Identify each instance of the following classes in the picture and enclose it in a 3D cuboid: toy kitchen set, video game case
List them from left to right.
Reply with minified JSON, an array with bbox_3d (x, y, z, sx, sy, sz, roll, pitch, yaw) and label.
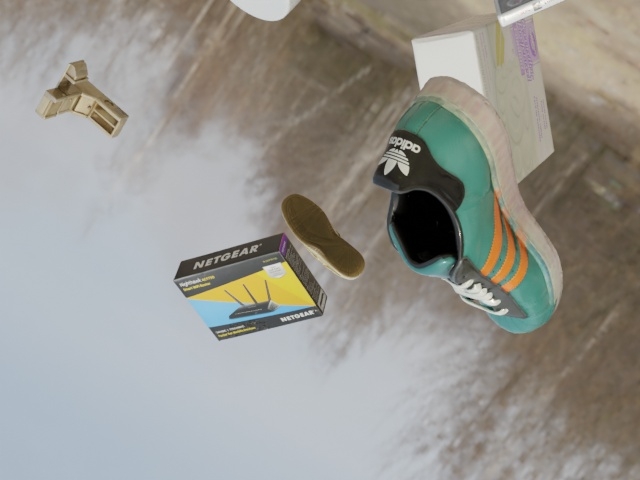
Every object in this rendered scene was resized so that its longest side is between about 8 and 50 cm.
[{"bbox_3d":[-0.277,-0.165,1.424,0.075,0.068,0.083,41,-151,9],"label":"toy kitchen set"},{"bbox_3d":[0.312,-0.366,1.605,0.022,0.173,0.190,59,-162,-29],"label":"video game case"}]

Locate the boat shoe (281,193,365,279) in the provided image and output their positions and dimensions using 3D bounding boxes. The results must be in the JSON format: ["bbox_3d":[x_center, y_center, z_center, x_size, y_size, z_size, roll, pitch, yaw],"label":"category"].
[{"bbox_3d":[0.000,0.000,1.499,0.135,0.050,0.045,49,167,11],"label":"boat shoe"}]

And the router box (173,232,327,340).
[{"bbox_3d":[-0.100,0.069,1.706,0.133,0.179,0.046,57,-149,-32],"label":"router box"}]

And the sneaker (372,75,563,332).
[{"bbox_3d":[0.122,0.001,1.054,0.108,0.121,0.302,22,153,42],"label":"sneaker"}]

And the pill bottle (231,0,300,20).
[{"bbox_3d":[-0.014,-0.534,1.932,0.204,0.361,0.204,32,156,16],"label":"pill bottle"}]

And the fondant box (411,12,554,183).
[{"bbox_3d":[0.250,-0.209,1.780,0.096,0.238,0.330,-6,-167,25],"label":"fondant box"}]
